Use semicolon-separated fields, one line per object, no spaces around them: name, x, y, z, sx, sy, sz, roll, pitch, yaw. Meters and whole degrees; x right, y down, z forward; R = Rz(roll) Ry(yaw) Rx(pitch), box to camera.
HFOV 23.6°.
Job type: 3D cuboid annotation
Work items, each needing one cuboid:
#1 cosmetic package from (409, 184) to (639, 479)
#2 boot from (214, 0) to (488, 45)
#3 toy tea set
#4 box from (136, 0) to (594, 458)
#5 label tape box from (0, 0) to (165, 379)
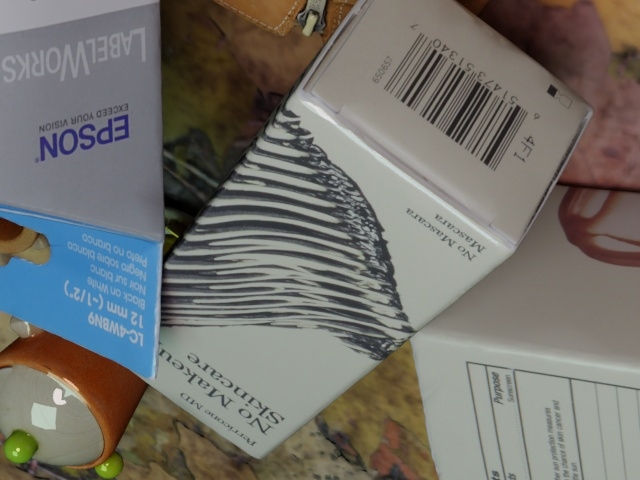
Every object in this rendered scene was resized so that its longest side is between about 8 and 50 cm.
cosmetic package;0.208;0.076;0.719;0.296;0.129;0.153;8;133;25
boot;0.073;-0.142;0.633;0.283;0.109;0.220;17;143;3
toy tea set;-0.222;0.014;0.935;0.336;0.124;0.200;32;137;3
box;0.000;0.000;0.713;0.113;0.094;0.275;36;145;-4
label tape box;-0.194;-0.114;0.701;0.249;0.115;0.348;19;116;38
